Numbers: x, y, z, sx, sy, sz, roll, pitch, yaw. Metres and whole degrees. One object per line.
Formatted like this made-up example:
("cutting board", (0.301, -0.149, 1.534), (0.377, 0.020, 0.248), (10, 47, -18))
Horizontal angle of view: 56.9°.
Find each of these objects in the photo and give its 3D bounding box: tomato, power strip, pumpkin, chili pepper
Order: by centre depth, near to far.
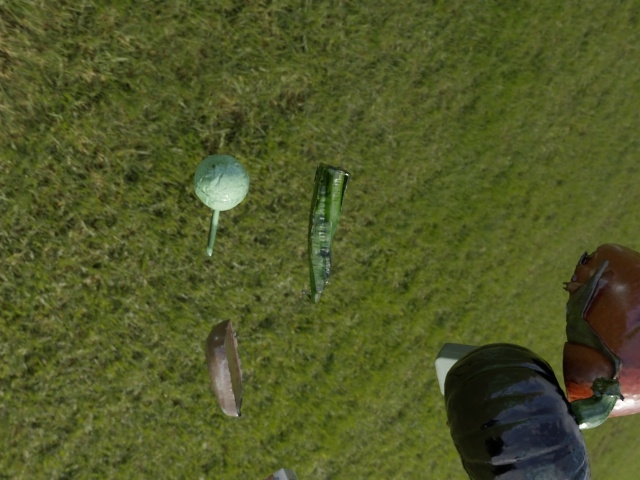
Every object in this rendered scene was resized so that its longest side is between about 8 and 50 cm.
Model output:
("pumpkin", (0.309, 0.259, 0.842), (0.248, 0.248, 0.247), (-23, 128, -34))
("tomato", (0.521, 0.152, 0.933), (0.309, 0.170, 0.308), (-2, 93, -37))
("chili pepper", (0.000, 0.001, 1.329), (0.076, 0.085, 0.358), (-27, 135, -51))
("power strip", (0.493, 0.435, 1.803), (0.141, 0.230, 0.260), (-43, 125, -47))

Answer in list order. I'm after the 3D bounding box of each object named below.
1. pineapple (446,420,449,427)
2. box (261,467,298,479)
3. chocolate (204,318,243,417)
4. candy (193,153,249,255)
("pineapple", (0.398, 0.430, 1.434), (0.161, 0.158, 0.334), (-47, 161, -30))
("box", (-0.124, 0.952, 1.919), (0.225, 0.341, 0.143), (-30, 155, 0))
("chocolate", (-0.274, 0.356, 1.651), (0.083, 0.161, 0.261), (-6, 111, 2))
("candy", (-0.249, -0.064, 1.405), (0.119, 0.119, 0.440), (-35, 169, -25))
